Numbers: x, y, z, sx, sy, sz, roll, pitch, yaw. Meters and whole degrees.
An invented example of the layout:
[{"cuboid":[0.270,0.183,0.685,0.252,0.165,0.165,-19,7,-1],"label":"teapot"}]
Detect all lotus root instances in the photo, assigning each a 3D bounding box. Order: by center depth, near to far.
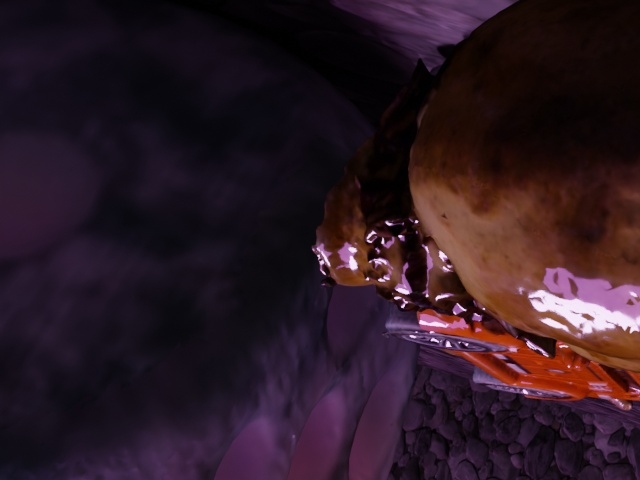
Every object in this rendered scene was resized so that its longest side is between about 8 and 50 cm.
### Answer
[{"cuboid":[0.148,-0.021,0.583,0.314,0.141,0.169,4,170,32],"label":"lotus root"}]

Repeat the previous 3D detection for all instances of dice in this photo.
[{"cuboid":[-0.145,0.079,0.986,0.328,0.330,0.348,17,146,20],"label":"dice"}]

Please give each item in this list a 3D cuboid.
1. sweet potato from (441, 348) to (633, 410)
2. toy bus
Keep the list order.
[{"cuboid":[0.163,0.078,1.747,0.355,0.095,0.106,22,-141,-14],"label":"sweet potato"},{"cuboid":[0.142,0.010,0.931,0.153,0.143,0.329,6,170,18],"label":"toy bus"}]
